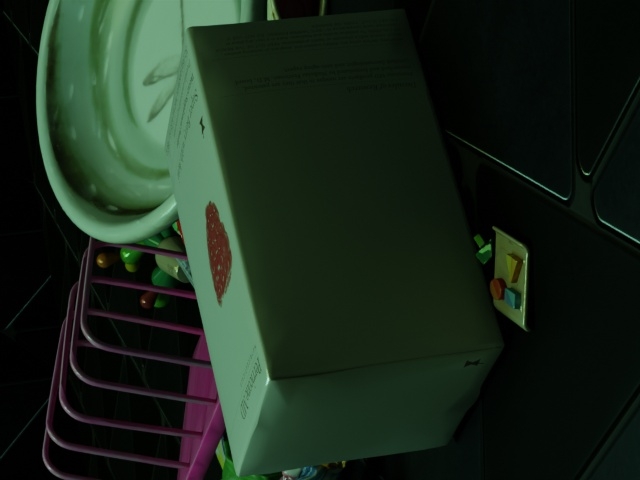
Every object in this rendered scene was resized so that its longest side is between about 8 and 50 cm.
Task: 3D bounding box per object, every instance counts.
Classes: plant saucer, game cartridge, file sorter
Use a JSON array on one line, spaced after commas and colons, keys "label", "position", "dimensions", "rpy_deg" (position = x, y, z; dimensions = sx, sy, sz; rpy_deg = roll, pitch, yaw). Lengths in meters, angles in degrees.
[{"label": "plant saucer", "position": [-0.150, -0.191, 1.858], "dimensions": [0.400, 0.100, 0.401], "rpy_deg": [-14, 73, 50]}, {"label": "game cartridge", "position": [-0.147, 0.053, 2.235], "dimensions": [0.083, 0.017, 0.056], "rpy_deg": [59, 169, -17]}, {"label": "file sorter", "position": [-0.188, 0.122, 1.986], "dimensions": [0.291, 0.182, 0.202], "rpy_deg": [114, 164, -50]}]

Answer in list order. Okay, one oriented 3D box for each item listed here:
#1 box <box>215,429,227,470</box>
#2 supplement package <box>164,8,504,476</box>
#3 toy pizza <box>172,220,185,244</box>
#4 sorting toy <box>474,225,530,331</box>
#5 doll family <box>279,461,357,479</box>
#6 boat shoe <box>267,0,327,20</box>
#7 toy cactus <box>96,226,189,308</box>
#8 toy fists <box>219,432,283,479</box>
[{"label": "box", "position": [-0.090, 0.233, 2.110], "dimensions": [0.179, 0.043, 0.105], "rpy_deg": [-127, 33, -60]}, {"label": "supplement package", "position": [0.000, 0.000, 1.371], "dimensions": [0.177, 0.175, 0.293], "rpy_deg": [109, 150, -58]}, {"label": "toy pizza", "position": [-0.169, -0.054, 2.222], "dimensions": [0.201, 0.032, 0.201], "rpy_deg": [161, 90, -80]}, {"label": "sorting toy", "position": [0.121, 0.022, 1.238], "dimensions": [0.083, 0.012, 0.062], "rpy_deg": [-140, 45, -69]}, {"label": "doll family", "position": [-0.023, 0.234, 1.625], "dimensions": [0.118, 0.263, 0.163], "rpy_deg": [31, 131, 16]}, {"label": "boat shoe", "position": [-0.019, -0.233, 1.581], "dimensions": [0.059, 0.063, 0.170], "rpy_deg": [-120, 18, -52]}, {"label": "toy cactus", "position": [-0.214, 0.002, 2.400], "dimensions": [0.180, 0.112, 0.219], "rpy_deg": [41, 128, 55]}, {"label": "toy fists", "position": [-0.052, 0.313, 1.892], "dimensions": [0.279, 0.096, 0.142], "rpy_deg": [-123, 29, -58]}]
